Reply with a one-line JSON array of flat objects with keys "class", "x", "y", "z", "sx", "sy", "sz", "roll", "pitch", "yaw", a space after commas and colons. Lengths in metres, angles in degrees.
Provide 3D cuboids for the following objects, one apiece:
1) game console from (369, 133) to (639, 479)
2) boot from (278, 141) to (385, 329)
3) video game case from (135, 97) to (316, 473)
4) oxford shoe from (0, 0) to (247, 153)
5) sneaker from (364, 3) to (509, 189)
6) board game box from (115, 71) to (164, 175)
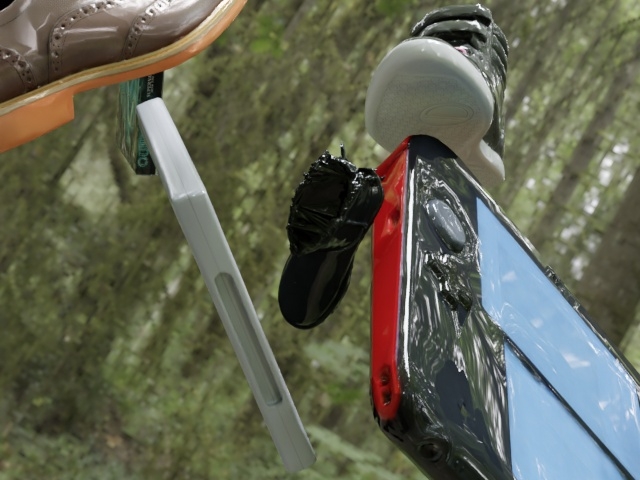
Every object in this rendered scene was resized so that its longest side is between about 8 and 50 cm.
[{"class": "game console", "x": 0.167, "y": 0.126, "z": 0.857, "sx": 0.386, "sy": 0.060, "sz": 0.342, "roll": 47, "pitch": 22, "yaw": -22}, {"class": "boot", "x": 0.000, "y": 0.001, "z": 0.759, "sx": 0.045, "sy": 0.121, "sz": 0.099, "roll": 29, "pitch": 4, "yaw": 11}, {"class": "video game case", "x": -0.066, "y": 0.021, "z": 0.789, "sx": 0.212, "sy": 0.023, "sz": 0.193, "roll": -124, "pitch": -168, "yaw": -65}, {"class": "oxford shoe", "x": -0.197, "y": -0.194, "z": 1.024, "sx": 0.130, "sy": 0.364, "sz": 0.132, "roll": 2, "pitch": -60, "yaw": 44}, {"class": "sneaker", "x": 0.101, "y": -0.148, "z": 1.034, "sx": 0.105, "sy": 0.147, "sz": 0.296, "roll": -4, "pitch": -15, "yaw": 15}, {"class": "board game box", "x": -0.193, "y": -0.147, "z": 1.288, "sx": 0.026, "sy": 0.126, "sz": 0.186, "roll": 2, "pitch": 13, "yaw": -16}]
